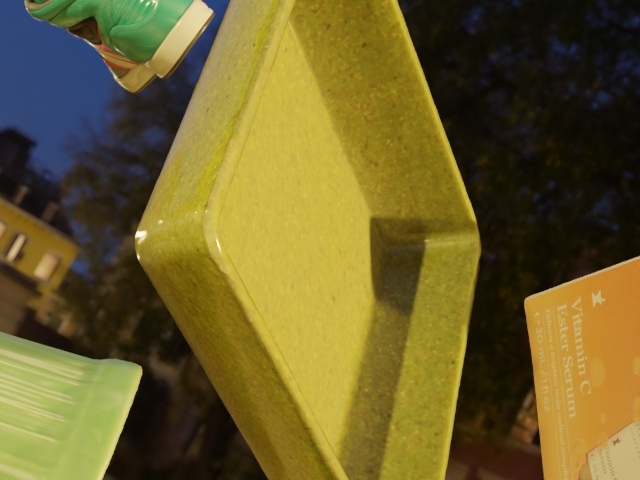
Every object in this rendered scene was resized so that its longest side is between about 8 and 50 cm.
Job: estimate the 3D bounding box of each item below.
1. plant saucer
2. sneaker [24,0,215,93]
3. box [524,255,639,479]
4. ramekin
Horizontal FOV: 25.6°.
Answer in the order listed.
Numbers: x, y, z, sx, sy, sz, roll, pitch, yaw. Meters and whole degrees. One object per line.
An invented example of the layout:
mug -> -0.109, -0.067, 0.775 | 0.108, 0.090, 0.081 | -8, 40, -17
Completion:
plant saucer -> 0.000, 0.000, 0.478 | 0.045, 0.188, 0.188 | -6, -48, 21
sneaker -> -0.224, -0.243, 1.456 | 0.178, 0.124, 0.295 | 37, -9, -14
box -> 0.183, 0.072, 0.656 | 0.091, 0.130, 0.170 | 3, -16, -25
ramekin -> -0.247, 0.202, 0.970 | 0.148, 0.303, 0.303 | 22, -12, -6
